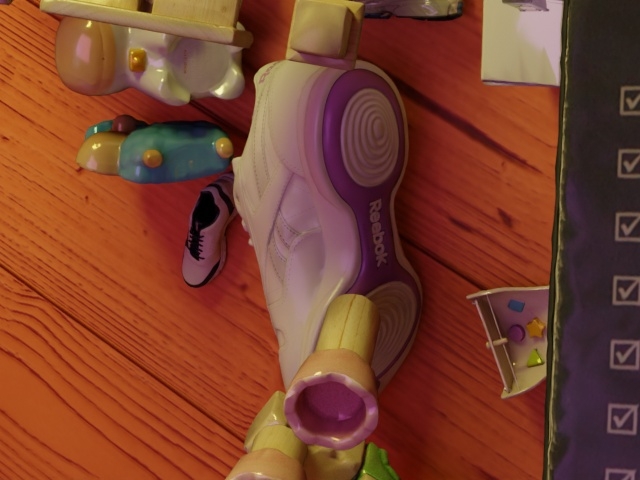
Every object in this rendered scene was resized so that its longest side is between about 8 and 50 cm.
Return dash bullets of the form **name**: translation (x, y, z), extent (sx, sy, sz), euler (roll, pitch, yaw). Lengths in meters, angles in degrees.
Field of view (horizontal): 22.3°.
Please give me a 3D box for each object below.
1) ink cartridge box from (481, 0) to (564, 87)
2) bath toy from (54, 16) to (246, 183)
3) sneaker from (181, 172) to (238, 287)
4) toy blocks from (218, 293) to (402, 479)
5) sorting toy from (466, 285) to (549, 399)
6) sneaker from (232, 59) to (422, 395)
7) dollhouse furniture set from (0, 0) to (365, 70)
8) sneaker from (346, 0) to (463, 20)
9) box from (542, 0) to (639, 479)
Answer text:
- **ink cartridge box**: translation (0.159, -0.185, 1.112), extent (0.063, 0.109, 0.150), euler (8, 107, 28)
- **bath toy**: translation (-0.132, -0.226, 1.285), extent (0.129, 0.151, 0.348), euler (-137, 50, -60)
- **sneaker**: translation (-0.099, -0.007, 1.365), extent (0.040, 0.043, 0.109), euler (30, 118, 21)
- **toy blocks**: translation (0.036, 0.263, 1.167), extent (0.288, 0.260, 0.309), euler (31, 121, -9)
- **sorting toy**: translation (0.162, 0.067, 1.221), extent (0.075, 0.045, 0.083), euler (-18, 92, 27)
- **sneaker**: translation (0.000, 0.000, 1.284), extent (0.152, 0.114, 0.305), euler (20, 115, 49)
- **dollhouse furniture set**: translation (-0.110, -0.297, 1.149), extent (0.355, 0.174, 0.303), euler (12, 94, 9)
- **sneaker**: translation (0.046, -0.196, 1.225), extent (0.135, 0.052, 0.058), euler (5, 95, 24)
- **box**: translation (0.369, 0.017, 0.797), extent (0.479, 0.297, 0.472), euler (2, 87, 19)
